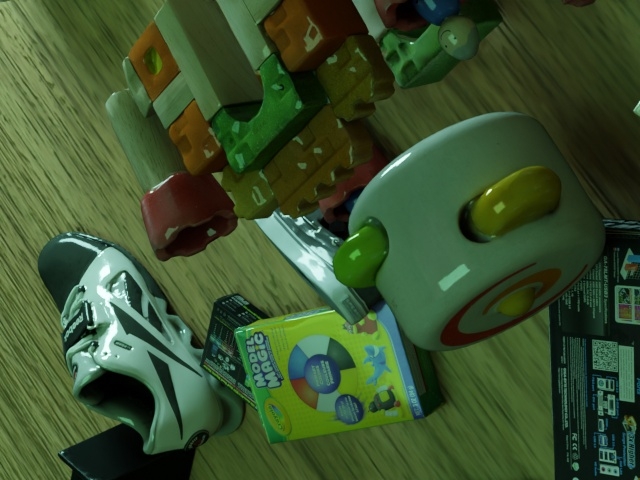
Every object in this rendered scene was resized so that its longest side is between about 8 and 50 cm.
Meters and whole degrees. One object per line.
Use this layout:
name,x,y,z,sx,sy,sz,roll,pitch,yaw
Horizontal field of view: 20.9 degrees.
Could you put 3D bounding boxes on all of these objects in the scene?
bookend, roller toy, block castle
bookend,-0.236,0.299,2.043,0.072,0.156,0.157,35,128,30
roller toy,0.136,-0.002,1.453,0.209,0.191,0.146,-40,68,27
block castle,0.041,-0.149,1.503,0.453,0.303,0.212,-42,69,44

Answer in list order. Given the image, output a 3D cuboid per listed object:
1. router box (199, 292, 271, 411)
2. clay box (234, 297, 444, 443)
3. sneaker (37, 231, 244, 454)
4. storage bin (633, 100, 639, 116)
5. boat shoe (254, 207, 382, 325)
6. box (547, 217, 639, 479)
router box,-0.072,0.128,1.903,0.122,0.038,0.092,36,126,30
clay box,0.006,0.133,1.786,0.222,0.053,0.127,-14,95,31
sneaker,-0.243,0.115,1.991,0.330,0.146,0.122,42,132,27
storage bin,0.395,-0.125,1.144,0.260,0.123,0.262,35,109,7
boat shoe,0.000,0.000,1.757,0.080,0.076,0.228,53,175,-37
box,0.330,0.134,1.468,0.293,0.073,0.295,3,99,43
